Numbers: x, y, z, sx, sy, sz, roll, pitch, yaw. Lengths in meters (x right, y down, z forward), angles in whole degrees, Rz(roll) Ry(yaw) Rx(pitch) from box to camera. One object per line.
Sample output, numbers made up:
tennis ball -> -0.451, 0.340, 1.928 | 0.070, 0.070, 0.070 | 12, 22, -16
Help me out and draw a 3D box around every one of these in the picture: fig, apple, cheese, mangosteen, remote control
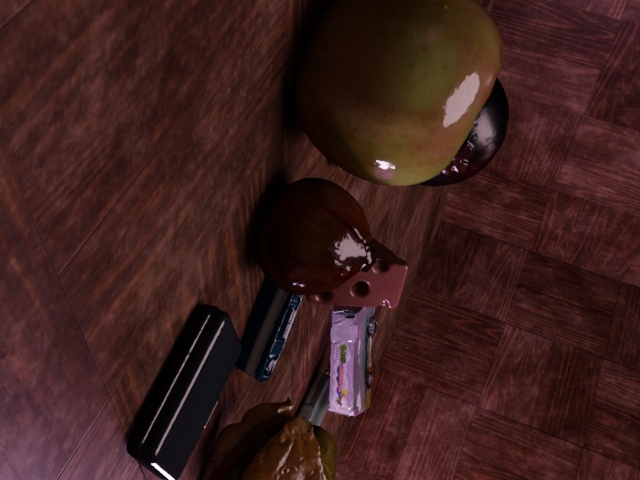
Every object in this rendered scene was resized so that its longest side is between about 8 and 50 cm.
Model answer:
fig -> -0.001, -0.001, 1.238 | 0.205, 0.205, 0.205 | 20, 90, -77
apple -> 0.114, -0.245, 1.184 | 0.319, 0.277, 0.319 | -63, 175, -10
cheese -> 0.067, 0.046, 1.693 | 0.177, 0.202, 0.128 | -105, -158, -59
mangosteen -> 0.260, -0.289, 1.742 | 0.347, 0.306, 0.307 | -100, -167, -47
remote control -> -0.046, 0.523, 2.096 | 0.128, 0.065, 0.335 | 96, 18, -54

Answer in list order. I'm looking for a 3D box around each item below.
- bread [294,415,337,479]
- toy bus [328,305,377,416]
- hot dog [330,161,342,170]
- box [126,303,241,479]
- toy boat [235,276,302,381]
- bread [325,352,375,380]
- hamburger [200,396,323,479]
bread -> -0.094, 0.565, 1.688 | 0.377, 0.208, 0.251 | -60, 169, -52
toy bus -> 0.081, 0.312, 2.101 | 0.138, 0.112, 0.317 | -23, 115, -64
hot dog -> 0.089, -0.247, 1.510 | 0.084, 0.073, 0.243 | 73, 38, -77
box -> -0.187, 0.216, 1.092 | 0.160, 0.050, 0.230 | 83, 29, -62
toy boat -> -0.071, 0.103, 1.381 | 0.096, 0.061, 0.299 | 45, 66, -75
bread -> 0.102, 0.395, 2.367 | 0.260, 0.134, 0.129 | -56, 160, -48
hamburger -> -0.119, 0.466, 1.392 | 0.162, 0.208, 0.330 | -133, -141, -54
